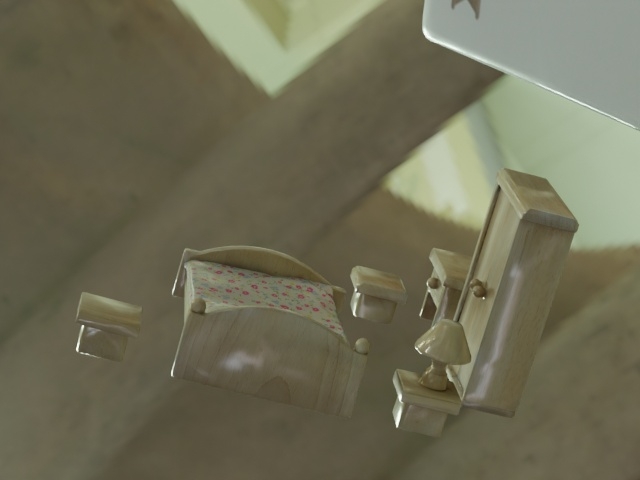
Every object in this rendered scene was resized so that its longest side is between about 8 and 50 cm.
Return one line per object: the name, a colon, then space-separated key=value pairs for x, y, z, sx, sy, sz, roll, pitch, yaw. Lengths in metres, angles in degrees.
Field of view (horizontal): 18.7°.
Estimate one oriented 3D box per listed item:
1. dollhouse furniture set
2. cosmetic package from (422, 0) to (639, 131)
dollhouse furniture set: x=0.000 y=0.000 z=1.540 sx=0.356 sy=0.173 sz=0.303 roll=14 pitch=-165 yaw=-9
cosmetic package: x=0.324 y=-0.253 z=1.229 sx=0.394 sy=0.329 sz=0.327 roll=-8 pitch=-156 yaw=-32
